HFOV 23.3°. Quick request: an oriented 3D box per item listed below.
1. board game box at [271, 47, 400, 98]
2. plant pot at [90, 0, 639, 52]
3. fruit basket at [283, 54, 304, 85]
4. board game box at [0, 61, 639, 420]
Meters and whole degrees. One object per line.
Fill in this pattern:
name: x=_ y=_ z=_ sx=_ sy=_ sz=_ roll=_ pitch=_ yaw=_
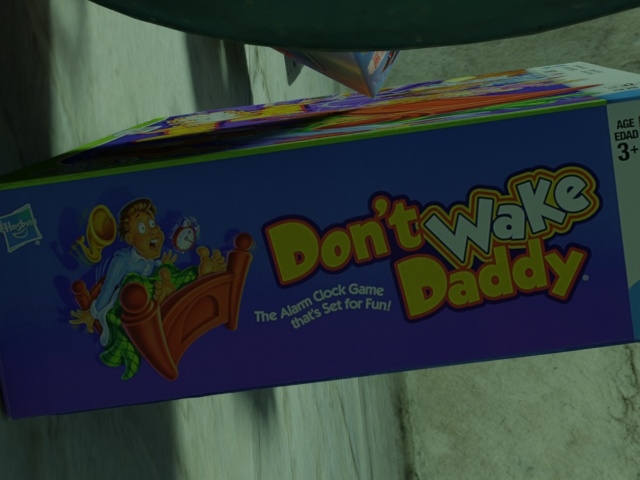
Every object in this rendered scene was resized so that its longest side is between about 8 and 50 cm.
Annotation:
board game box: x=-0.048 y=-0.113 z=0.552 sx=0.039 sy=0.160 sz=0.211 roll=-63 pitch=174 yaw=1
plant pot: x=-0.019 y=-0.225 z=0.175 sx=0.334 sy=0.341 sz=0.341 roll=26 pitch=55 yaw=-76
fruit basket: x=-0.046 y=-0.300 z=1.199 sx=0.353 sy=0.165 sz=0.327 roll=168 pitch=-86 yaw=-79
board game box: x=0.018 y=-0.018 z=0.650 sx=0.347 sy=0.233 sz=0.078 roll=-69 pitch=152 yaw=-82
